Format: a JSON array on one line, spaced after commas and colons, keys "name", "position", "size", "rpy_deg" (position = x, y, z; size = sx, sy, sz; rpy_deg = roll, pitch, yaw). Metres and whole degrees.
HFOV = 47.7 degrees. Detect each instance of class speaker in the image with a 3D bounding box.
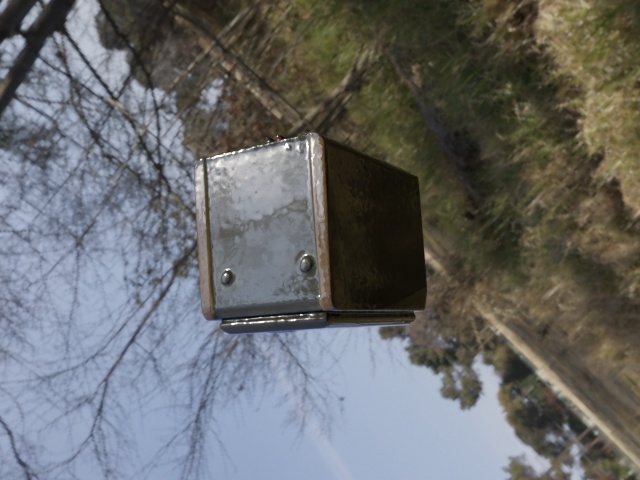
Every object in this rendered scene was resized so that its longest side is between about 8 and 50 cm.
[{"name": "speaker", "position": [0.000, 0.000, 0.766], "size": [0.231, 0.153, 0.192], "rpy_deg": [10, -107, -59]}]
